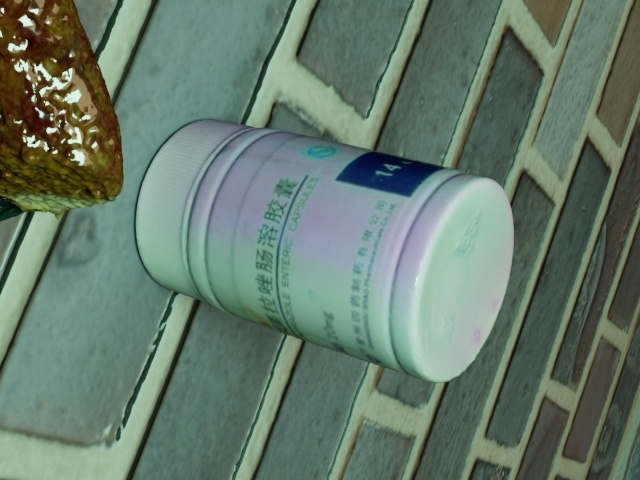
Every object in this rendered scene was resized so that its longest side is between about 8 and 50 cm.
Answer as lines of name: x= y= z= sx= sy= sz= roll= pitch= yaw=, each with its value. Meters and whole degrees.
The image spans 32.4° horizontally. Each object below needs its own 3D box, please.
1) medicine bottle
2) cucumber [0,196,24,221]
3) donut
medicine bottle: x=0.000 y=0.000 z=0.833 sx=0.152 sy=0.254 sz=0.152 roll=-29 pitch=127 yaw=-49
cucumber: x=-0.220 y=-0.022 z=0.696 sx=0.133 sy=0.032 sz=0.032 roll=-28 pitch=125 yaw=-51
donut: x=-0.199 y=-0.121 z=0.594 sx=0.295 sy=0.112 sz=0.151 roll=31 pitch=71 yaw=-52
